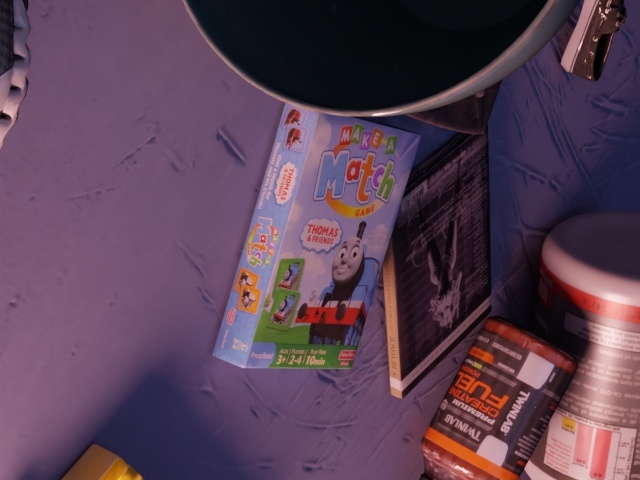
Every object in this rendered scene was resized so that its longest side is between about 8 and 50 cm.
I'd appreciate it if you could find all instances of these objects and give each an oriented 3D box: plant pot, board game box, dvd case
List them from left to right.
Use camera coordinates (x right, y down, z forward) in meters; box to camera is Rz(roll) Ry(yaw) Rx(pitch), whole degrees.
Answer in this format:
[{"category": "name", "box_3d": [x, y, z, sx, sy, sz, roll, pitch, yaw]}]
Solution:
[{"category": "board game box", "box_3d": [0.000, 0.000, 1.239, 0.160, 0.039, 0.211, 7, 100, -56]}, {"category": "plant pot", "box_3d": [0.068, -0.219, 1.013, 0.195, 0.290, 0.290, 2, 105, -65]}, {"category": "dvd case", "box_3d": [0.111, 0.018, 1.430, 0.164, 0.018, 0.221, -39, 136, -40]}]

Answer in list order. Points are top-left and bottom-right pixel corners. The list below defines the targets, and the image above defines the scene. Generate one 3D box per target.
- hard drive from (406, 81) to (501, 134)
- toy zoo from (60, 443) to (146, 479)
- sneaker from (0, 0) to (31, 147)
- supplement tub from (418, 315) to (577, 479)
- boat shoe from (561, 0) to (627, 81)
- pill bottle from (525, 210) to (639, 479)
[{"category": "hard drive", "box_3d": [0.083, -0.188, 1.244, 0.255, 0.054, 0.172, 13, 96, -56]}, {"category": "toy zoo", "box_3d": [-0.170, 0.279, 1.148, 0.192, 0.030, 0.293, -57, 145, -19]}, {"category": "sneaker", "box_3d": [-0.231, -0.060, 0.833, 0.106, 0.078, 0.234, 9, 101, -59]}, {"category": "supplement tub", "box_3d": [0.169, 0.182, 1.515, 0.198, 0.106, 0.106, -62, 147, -4]}, {"category": "boat shoe", "box_3d": [0.279, -0.218, 1.487, 0.049, 0.040, 0.142, -39, 156, -41]}, {"category": "pill bottle", "box_3d": [0.324, 0.168, 1.644, 0.210, 0.210, 0.363, -24, 126, -48]}]
